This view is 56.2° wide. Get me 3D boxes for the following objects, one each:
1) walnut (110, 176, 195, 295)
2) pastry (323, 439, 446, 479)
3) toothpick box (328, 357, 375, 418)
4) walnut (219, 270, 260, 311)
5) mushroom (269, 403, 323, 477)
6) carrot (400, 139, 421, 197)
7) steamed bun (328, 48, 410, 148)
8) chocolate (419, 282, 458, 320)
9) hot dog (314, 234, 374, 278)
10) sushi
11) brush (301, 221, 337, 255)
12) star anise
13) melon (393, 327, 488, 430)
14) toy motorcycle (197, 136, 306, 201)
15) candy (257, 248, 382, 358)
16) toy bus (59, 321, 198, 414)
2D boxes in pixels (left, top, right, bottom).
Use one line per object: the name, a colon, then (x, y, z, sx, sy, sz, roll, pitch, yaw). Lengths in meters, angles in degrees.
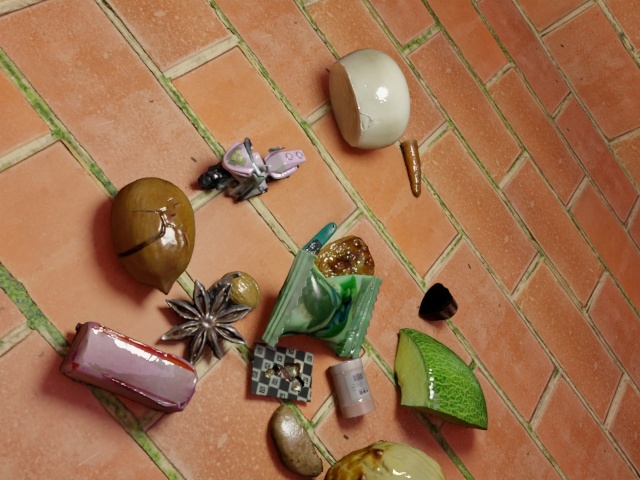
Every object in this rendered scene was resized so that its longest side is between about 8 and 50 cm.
walnut: (-0.393, -0.014, 1.437, 0.203, 0.203, 0.298, -5, 69, -37)
pastry: (0.147, 0.688, 1.484, 0.388, 0.313, 0.388, 7, 90, -74)
toothpick box: (0.089, 0.415, 1.690, 0.098, 0.098, 0.149, -9, 78, -38)
walnut: (-0.213, 0.137, 1.576, 0.124, 0.105, 0.105, 51, 52, -2)
mushroom: (-0.069, 0.532, 1.551, 0.094, 0.072, 0.210, -23, 88, -30)
carrot: (0.334, -0.256, 2.150, 0.061, 0.061, 0.209, -2, 79, -36)
steamed bun: (0.167, -0.454, 1.926, 0.206, 0.324, 0.324, -15, 82, -12)
chocolate: (0.395, 0.220, 1.972, 0.080, 0.148, 0.125, 40, 92, -19)
hot dog: (0.078, 0.069, 1.814, 0.227, 0.099, 0.160, -28, 94, -42)
sushi: (-0.110, 0.356, 1.612, 0.201, 0.031, 0.139, 20, 62, -33)
brush: (0.000, 0.000, 1.822, 0.043, 0.032, 0.193, 51, 53, -9)
star anise: (-0.275, 0.188, 1.496, 0.230, 0.081, 0.262, 28, 82, -7)
melon: (0.389, 0.461, 1.852, 0.343, 0.226, 0.331, 22, 19, -27)
toy motorcycle: (-0.175, -0.205, 1.669, 0.327, 0.188, 0.143, -14, 75, -38)
candy: (0.025, 0.188, 1.644, 0.398, 0.172, 0.263, 21, 94, -43)
toy bus: (-0.418, 0.292, 1.343, 0.303, 0.147, 0.127, 30, 64, -23)
